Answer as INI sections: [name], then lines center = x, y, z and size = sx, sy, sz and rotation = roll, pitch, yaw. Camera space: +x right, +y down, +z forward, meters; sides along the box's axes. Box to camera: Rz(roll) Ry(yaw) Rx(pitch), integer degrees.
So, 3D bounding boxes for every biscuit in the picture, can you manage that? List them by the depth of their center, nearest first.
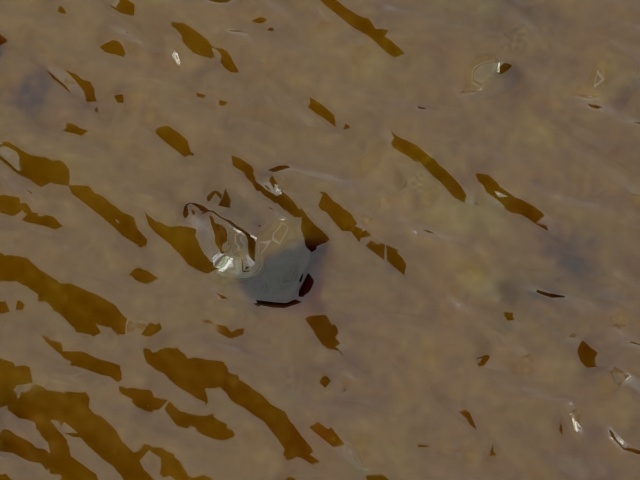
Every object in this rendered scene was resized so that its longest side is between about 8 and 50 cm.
[biscuit]
center = 0.000, 0.000, 0.366
size = 0.212, 0.212, 0.036
rotation = -53, 164, -14
